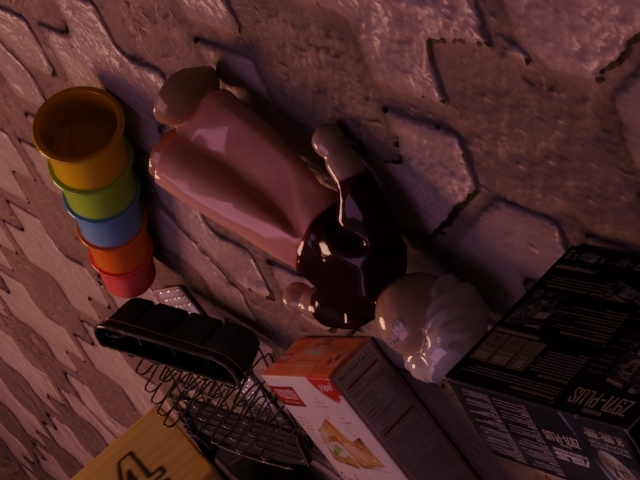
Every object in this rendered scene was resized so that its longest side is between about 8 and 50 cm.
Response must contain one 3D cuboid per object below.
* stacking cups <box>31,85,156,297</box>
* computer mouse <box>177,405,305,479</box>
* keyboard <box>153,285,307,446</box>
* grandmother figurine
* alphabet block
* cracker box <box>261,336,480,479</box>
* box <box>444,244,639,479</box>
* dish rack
[{"bbox_3d":[-0.224,-0.036,1.713,0.096,0.096,0.316,36,160,25],"label":"stacking cups"},{"bbox_3d":[-0.074,0.303,2.046,0.188,0.072,0.272,55,169,-25],"label":"computer mouse"},{"bbox_3d":[-0.107,0.154,1.913,0.256,0.014,0.072,53,157,-15],"label":"keyboard"},{"bbox_3d":[0.000,0.000,1.336,0.342,0.104,0.208,38,151,23],"label":"grandmother figurine"},{"bbox_3d":[-0.217,0.384,2.200,0.193,0.197,0.192,38,165,49],"label":"alphabet block"},{"bbox_3d":[0.059,0.204,1.624,0.232,0.067,0.155,53,157,-14],"label":"cracker box"},{"bbox_3d":[0.199,0.086,1.061,0.180,0.147,0.077,10,138,55],"label":"box"},{"bbox_3d":[-0.126,0.183,1.864,0.208,0.074,0.271,14,143,34],"label":"dish rack"}]
